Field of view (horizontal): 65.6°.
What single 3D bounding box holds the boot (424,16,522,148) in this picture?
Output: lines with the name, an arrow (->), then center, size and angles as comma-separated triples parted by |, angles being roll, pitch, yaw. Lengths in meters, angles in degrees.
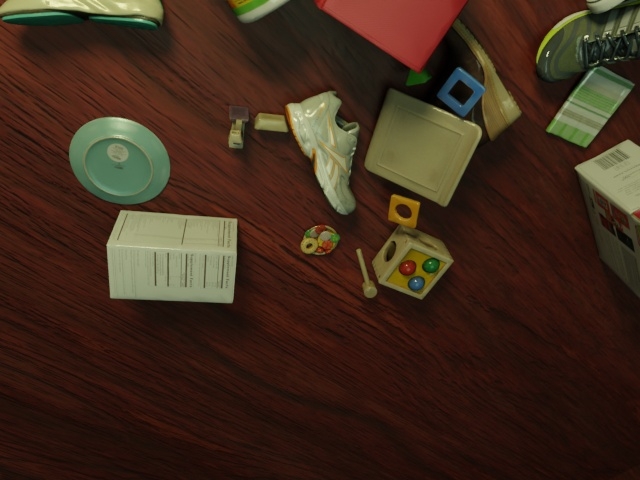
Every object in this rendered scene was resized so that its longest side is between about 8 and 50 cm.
boot -> 0.231, -0.269, 0.936 | 0.206, 0.090, 0.248 | -30, 109, 28

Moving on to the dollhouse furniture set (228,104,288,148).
dollhouse furniture set -> -0.120, -0.192, 0.947 | 0.114, 0.091, 0.081 | 2, 140, -14

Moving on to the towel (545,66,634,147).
towel -> 0.550, -0.275, 1.020 | 0.113, 0.023, 0.152 | 18, 123, -17

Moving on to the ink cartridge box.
ink cartridge box -> 0.709, -0.013, 1.071 | 0.130, 0.272, 0.309 | -28, 125, 11

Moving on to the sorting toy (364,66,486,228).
sorting toy -> 0.193, -0.180, 0.961 | 0.195, 0.047, 0.348 | 30, 133, 15

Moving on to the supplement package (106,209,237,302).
supplement package -> -0.299, 0.035, 1.034 | 0.243, 0.139, 0.134 | 4, 123, -11

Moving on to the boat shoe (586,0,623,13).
boat shoe -> 0.532, -0.507, 0.809 | 0.088, 0.096, 0.267 | 32, 114, -22

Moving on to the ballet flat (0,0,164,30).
ballet flat -> -0.374, -0.379, 0.781 | 0.248, 0.086, 0.086 | -1, 125, -9

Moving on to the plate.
plate -> -0.390, -0.146, 0.965 | 0.188, 0.024, 0.188 | -4, 125, -5

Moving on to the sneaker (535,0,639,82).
sneaker -> 0.538, -0.366, 0.890 | 0.299, 0.121, 0.111 | -23, 125, 8

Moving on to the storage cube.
storage cube -> 0.114, -0.407, 0.760 | 0.214, 0.184, 0.193 | 23, 117, -22

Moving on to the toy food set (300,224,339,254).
toy food set -> 0.000, 0.000, 1.127 | 0.083, 0.020, 0.083 | 16, 121, -18

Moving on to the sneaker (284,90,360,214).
sneaker -> 0.035, -0.167, 0.973 | 0.121, 0.099, 0.263 | -26, 126, 4

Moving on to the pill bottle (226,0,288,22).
pill bottle -> -0.126, -0.461, 0.714 | 0.136, 0.136, 0.246 | -27, 124, 11

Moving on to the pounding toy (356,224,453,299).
pounding toy -> 0.170, 0.073, 1.158 | 0.181, 0.094, 0.206 | 22, 119, -22
